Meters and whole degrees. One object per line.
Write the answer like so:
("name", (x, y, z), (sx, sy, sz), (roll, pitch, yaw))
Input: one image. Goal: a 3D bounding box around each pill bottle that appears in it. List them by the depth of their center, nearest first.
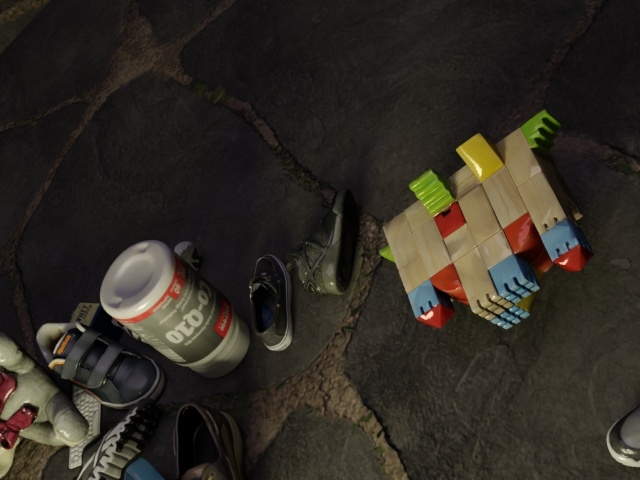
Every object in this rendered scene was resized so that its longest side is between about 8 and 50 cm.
("pill bottle", (-0.262, 0.137, 1.773), (0.161, 0.283, 0.161), (-19, 48, 23))

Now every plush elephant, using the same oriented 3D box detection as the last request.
("plush elephant", (-0.658, 0.354, 1.919), (0.255, 0.272, 0.330), (-42, 10, -15))

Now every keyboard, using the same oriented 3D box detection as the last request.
("keyboard", (-0.487, 0.351, 1.972), (0.072, 0.014, 0.256), (-27, 46, 18))

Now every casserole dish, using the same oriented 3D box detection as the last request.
("casserole dish", (-0.303, 0.466, 1.680), (0.188, 0.037, 0.114), (28, 120, 48))

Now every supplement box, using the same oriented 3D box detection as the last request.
("supplement box", (-0.484, 0.179, 2.050), (0.083, 0.083, 0.056), (-1, 57, 37))

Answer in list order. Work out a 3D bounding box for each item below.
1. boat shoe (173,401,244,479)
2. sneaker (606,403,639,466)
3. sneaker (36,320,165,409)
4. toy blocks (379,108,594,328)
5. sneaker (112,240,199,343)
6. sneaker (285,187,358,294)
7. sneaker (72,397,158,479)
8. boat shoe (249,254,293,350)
("boat shoe", (-0.194, 0.429, 1.609), (0.132, 0.130, 0.355), (-34, 44, 11))
("sneaker", (0.493, 0.203, 1.260), (0.269, 0.153, 0.101), (-29, 45, 16))
("sneaker", (-0.465, 0.252, 1.942), (0.321, 0.127, 0.126), (11, 61, 36))
("toy blocks", (0.269, 0.014, 1.501), (0.381, 0.191, 0.260), (-37, 50, 25))
("sneaker", (-0.366, 0.098, 2.016), (0.153, 0.094, 0.234), (13, 76, 32))
("sneaker", (0.000, 0.000, 1.828), (0.130, 0.087, 0.227), (-3, 61, 27))
("sneaker", (-0.405, 0.399, 1.827), (0.106, 0.078, 0.234), (18, 72, 40))
("boat shoe", (-0.106, 0.107, 1.831), (0.080, 0.076, 0.228), (-24, 47, 20))
